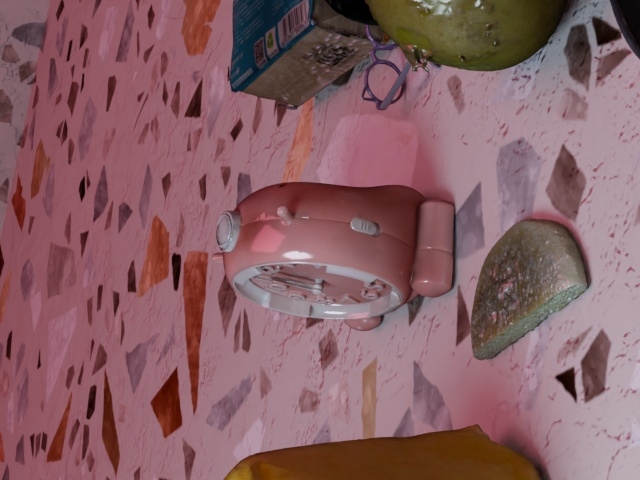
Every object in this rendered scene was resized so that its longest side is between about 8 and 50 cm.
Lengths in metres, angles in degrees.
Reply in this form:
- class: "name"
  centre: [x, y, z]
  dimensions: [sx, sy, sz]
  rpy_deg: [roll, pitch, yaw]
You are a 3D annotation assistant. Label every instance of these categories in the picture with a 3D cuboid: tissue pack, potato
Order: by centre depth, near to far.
- class: "potato"
  centre: [0.150, -0.343, 1.467]
  dimensions: [0.270, 0.219, 0.359]
  rpy_deg: [-85, 5, -75]
- class: "tissue pack"
  centre: [-0.012, -0.304, 1.944]
  dimensions: [0.271, 0.134, 0.192]
  rpy_deg: [153, 122, -61]

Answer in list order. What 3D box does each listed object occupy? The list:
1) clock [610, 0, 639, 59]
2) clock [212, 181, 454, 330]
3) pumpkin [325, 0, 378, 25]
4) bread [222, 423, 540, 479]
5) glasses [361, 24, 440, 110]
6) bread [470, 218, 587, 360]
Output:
- class: "clock"
  centre: [0.359, -0.292, 1.186]
  dimensions: [0.386, 0.076, 0.386]
  rpy_deg: [-172, 90, -66]
- class: "clock"
  centre: [0.000, 0.000, 1.700]
  dimensions: [0.227, 0.241, 0.142]
  rpy_deg: [146, 131, -60]
- class: "pumpkin"
  centre: [0.081, -0.351, 1.707]
  dimensions: [0.220, 0.162, 0.220]
  rpy_deg: [-29, 51, 42]
- class: "bread"
  centre: [0.016, 0.371, 1.405]
  dimensions: [0.250, 0.394, 0.361]
  rpy_deg: [53, 129, 37]
- class: "glasses"
  centre: [0.097, -0.228, 1.769]
  dimensions: [0.104, 0.062, 0.140]
  rpy_deg: [-14, 71, 63]
- class: "bread"
  centre: [0.195, 0.034, 1.500]
  dimensions: [0.193, 0.036, 0.112]
  rpy_deg: [136, 137, -54]
